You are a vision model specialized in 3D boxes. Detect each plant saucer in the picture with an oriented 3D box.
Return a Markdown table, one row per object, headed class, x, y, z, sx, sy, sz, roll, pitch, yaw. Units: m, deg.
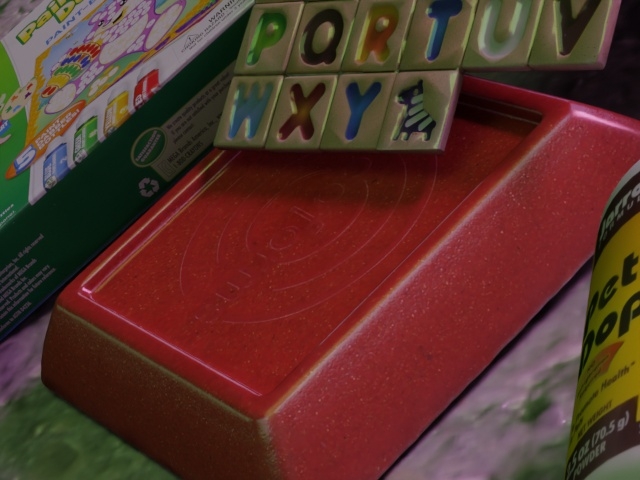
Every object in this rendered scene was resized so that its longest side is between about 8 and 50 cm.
| class | x | y | z | sx | sy | sz | roll | pitch | yaw |
| --- | --- | --- | --- | --- | --- | --- | --- | --- | --- |
| plant saucer | 0.000 | 0.000 | 0.886 | 0.258 | 0.047 | 0.259 | -44 | 33 | -16 |

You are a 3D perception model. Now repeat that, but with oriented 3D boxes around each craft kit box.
| class | x | y | z | sx | sy | sz | roll | pitch | yaw |
| --- | --- | --- | --- | --- | --- | --- | --- | --- | --- |
| craft kit box | -0.131 | -0.090 | 1.103 | 0.250 | 0.061 | 0.246 | -41 | 26 | 6 |

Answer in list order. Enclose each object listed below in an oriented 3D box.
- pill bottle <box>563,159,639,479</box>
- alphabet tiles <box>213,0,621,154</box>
| class | x | y | z | sx | sy | sz | roll | pitch | yaw |
| --- | --- | --- | --- | --- | --- | --- | --- | --- | --- |
| pill bottle | 0.147 | 0.039 | 0.629 | 0.117 | 0.117 | 0.215 | -16 | 33 | 26 |
| alphabet tiles | 0.053 | -0.134 | 0.881 | 0.237 | 0.009 | 0.198 | 4 | 74 | 47 |
